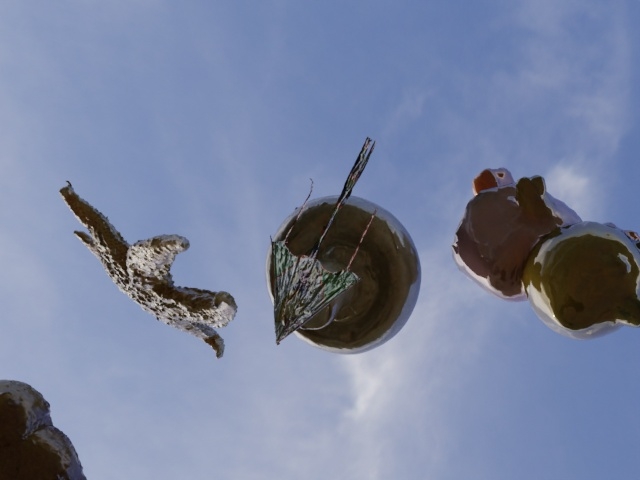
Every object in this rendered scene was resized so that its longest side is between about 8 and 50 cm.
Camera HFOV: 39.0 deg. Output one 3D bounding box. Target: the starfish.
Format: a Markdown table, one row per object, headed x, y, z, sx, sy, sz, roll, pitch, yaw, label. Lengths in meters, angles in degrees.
| x | y | z | sx | sy | sz | roll | pitch | yaw | label |
| --- | --- | --- | --- | --- | --- | --- | --- | --- | --- |
| -0.218 | 0.040 | 1.115 | 0.302 | 0.299 | 0.060 | 31 | -112 | 21 | starfish |

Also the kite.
| x | y | z | sx | sy | sz | roll | pitch | yaw | label |
| --- | --- | --- | --- | --- | --- | --- | --- | --- | --- |
| 0.000 | 0.000 | 0.971 | 0.006 | 0.198 | 0.244 | 22 | -86 | -33 | kite |

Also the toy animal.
| x | y | z | sx | sy | sz | roll | pitch | yaw | label |
| --- | --- | --- | --- | --- | --- | --- | --- | --- | --- |
| 0.287 | 0.023 | 1.109 | 0.169 | 0.195 | 0.281 | -36 | -137 | -26 | toy animal |

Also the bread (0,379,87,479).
| x | y | z | sx | sy | sz | roll | pitch | yaw | label |
| --- | --- | --- | --- | --- | --- | --- | --- | --- | --- |
| -0.260 | 0.299 | 0.872 | 0.124 | 0.084 | 0.344 | -25 | -93 | 8 | bread |

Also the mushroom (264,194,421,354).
| x | y | z | sx | sy | sz | roll | pitch | yaw | label |
| --- | --- | --- | --- | --- | --- | --- | --- | --- | --- |
| 0.017 | 0.051 | 1.130 | 0.207 | 0.215 | 0.207 | 5 | -76 | 18 | mushroom |
